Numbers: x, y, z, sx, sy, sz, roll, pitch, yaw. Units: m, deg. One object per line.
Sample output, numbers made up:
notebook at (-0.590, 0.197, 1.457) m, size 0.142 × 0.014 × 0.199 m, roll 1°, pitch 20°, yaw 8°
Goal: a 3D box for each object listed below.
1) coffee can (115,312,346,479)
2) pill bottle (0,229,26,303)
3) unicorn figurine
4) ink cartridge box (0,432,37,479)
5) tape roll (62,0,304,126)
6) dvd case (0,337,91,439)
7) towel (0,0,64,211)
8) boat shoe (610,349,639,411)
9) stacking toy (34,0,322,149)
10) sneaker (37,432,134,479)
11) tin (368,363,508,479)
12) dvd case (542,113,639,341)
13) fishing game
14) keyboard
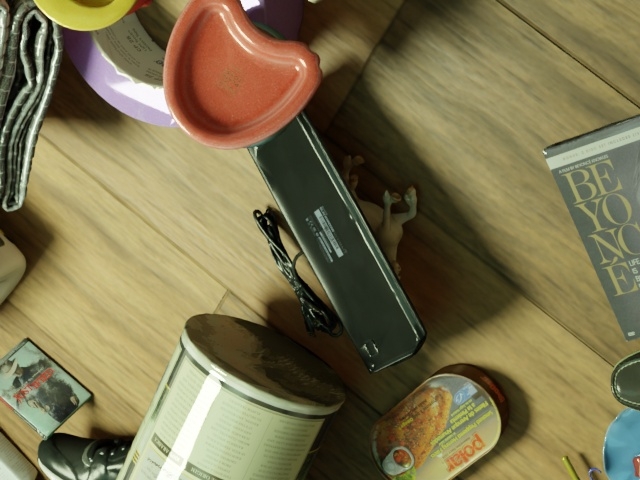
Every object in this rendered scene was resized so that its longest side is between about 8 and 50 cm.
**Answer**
coffee can at (-0.116, 0.251, 1.678) m, size 0.201 × 0.201 × 0.275 m, roll 30°, pitch 105°, yaw 15°
pill bottle at (-0.546, -0.029, 1.850) m, size 0.334 × 0.188 × 0.188 m, roll 46°, pitch 125°, yaw 5°
unicorn figurine at (0.057, -0.020, 1.599) m, size 0.162 × 0.060 × 0.111 m, roll 43°, pitch 136°, yaw 24°
ink cartridge box at (-0.494, 0.350, 2.074) m, size 0.224 × 0.045 × 0.223 m, roll 48°, pitch 126°, yaw 0°
tape roll at (-0.157, -0.265, 1.587) m, size 0.274 × 0.090 × 0.275 m, roll 12°, pitch 117°, yaw 26°
dvd case at (-0.370, 0.192, 1.911) m, size 0.119 × 0.087 × 0.013 m, roll 39°, pitch 144°, yaw 10°
towel at (-0.382, -0.193, 1.668) m, size 0.235 × 0.121 × 0.284 m, roll 54°, pitch 136°, yaw 46°
boat shoe at (0.391, 0.138, 1.454) m, size 0.223 × 0.073 × 0.080 m, roll -1°, pitch 87°, yaw 26°
stacking toy at (-0.099, -0.260, 1.468) m, size 0.309 × 0.130 × 0.279 m, roll 44°, pitch 99°, yaw 2°
sneaker at (-0.220, 0.281, 1.869) m, size 0.283 × 0.107 × 0.124 m, roll 20°, pitch 111°, yaw 12°
tin at (0.134, 0.214, 1.667) m, size 0.106 × 0.040 × 0.189 m, roll 51°, pitch 126°, yaw 6°
dvd case at (0.336, -0.017, 1.461) m, size 0.164 × 0.018 × 0.221 m, roll -19°, pitch 101°, yaw 34°
fishing game at (0.384, 0.242, 1.535) m, size 0.264 × 0.041 × 0.189 m, roll -21°, pitch 99°, yaw 32°
keyboard at (0.000, 0.000, 1.611) m, size 0.201 × 0.033 × 0.317 m, roll -34°, pitch 83°, yaw 55°
